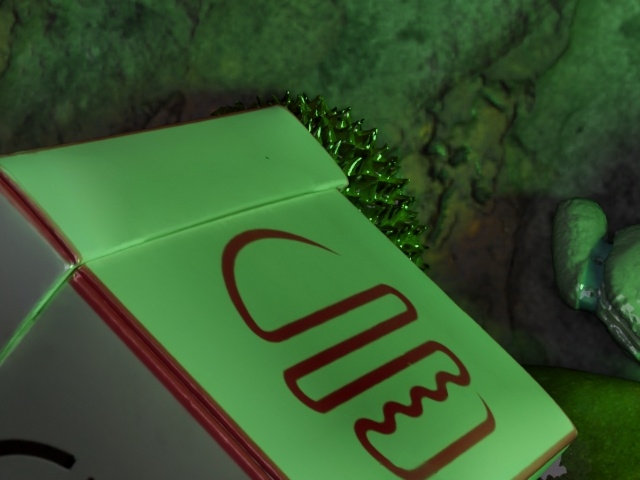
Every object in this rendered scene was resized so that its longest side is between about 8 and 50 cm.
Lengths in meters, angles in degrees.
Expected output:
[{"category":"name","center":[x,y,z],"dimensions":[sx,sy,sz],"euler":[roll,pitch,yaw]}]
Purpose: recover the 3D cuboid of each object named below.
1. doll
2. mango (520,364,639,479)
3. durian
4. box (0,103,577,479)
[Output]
[{"category":"doll","center":[0.240,0.044,1.111],"dimensions":[0.214,0.071,0.103],"euler":[36,50,11]},{"category":"mango","center":[0.144,0.147,1.106],"dimensions":[0.267,0.111,0.133],"euler":[-9,86,4]},{"category":"durian","center":[0.003,-0.001,1.138],"dimensions":[0.137,0.095,0.221],"euler":[-16,92,6]},{"category":"box","center":[-0.087,0.139,0.972],"dimensions":[0.300,0.312,0.314],"euler":[45,116,13]}]
